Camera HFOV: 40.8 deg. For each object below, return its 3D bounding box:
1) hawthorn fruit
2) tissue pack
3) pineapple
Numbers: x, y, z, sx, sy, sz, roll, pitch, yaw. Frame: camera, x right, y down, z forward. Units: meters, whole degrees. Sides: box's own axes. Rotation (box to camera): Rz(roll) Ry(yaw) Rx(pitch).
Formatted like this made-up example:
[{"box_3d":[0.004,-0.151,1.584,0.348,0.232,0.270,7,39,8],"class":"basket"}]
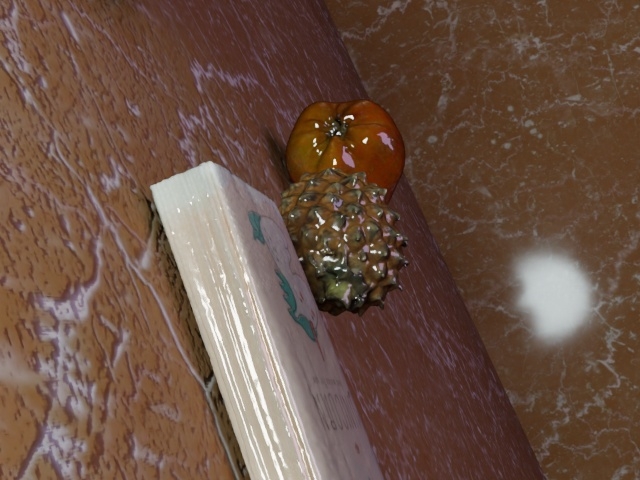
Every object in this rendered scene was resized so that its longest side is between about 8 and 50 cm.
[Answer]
[{"box_3d":[0.036,-0.110,1.241,0.189,0.189,0.189,59,13,-23],"class":"hawthorn fruit"},{"box_3d":[-0.035,0.104,0.726,0.325,0.071,0.170,69,11,17],"class":"tissue pack"},{"box_3d":[0.021,0.013,0.948,0.166,0.166,0.193,57,17,-30],"class":"pineapple"}]
